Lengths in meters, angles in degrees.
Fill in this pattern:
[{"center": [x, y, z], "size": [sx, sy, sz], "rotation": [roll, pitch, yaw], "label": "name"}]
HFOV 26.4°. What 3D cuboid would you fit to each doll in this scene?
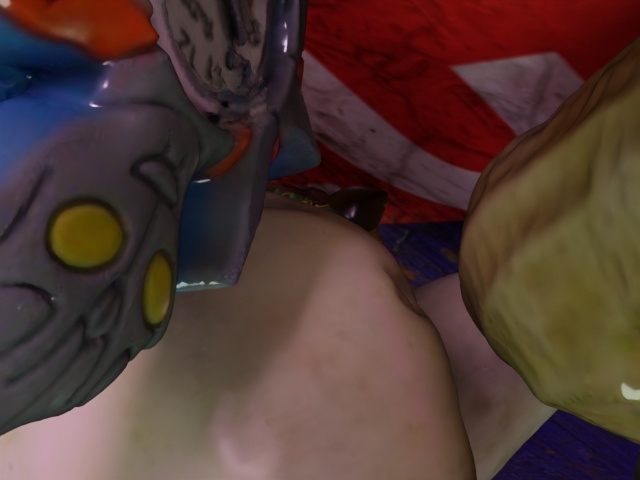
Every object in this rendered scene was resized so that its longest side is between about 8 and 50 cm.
[{"center": [-0.010, -0.004, 0.887], "size": [0.076, 0.078, 0.113], "rotation": [27, 161, -18], "label": "doll"}]

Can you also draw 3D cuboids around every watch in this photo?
[{"center": [-0.162, -0.061, 0.562], "size": [0.274, 0.305, 0.241], "rotation": [2, 153, 24], "label": "watch"}]

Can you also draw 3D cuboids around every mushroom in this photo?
[{"center": [-0.051, 0.130, 0.747], "size": [0.325, 0.353, 0.353], "rotation": [-15, 146, 23], "label": "mushroom"}]

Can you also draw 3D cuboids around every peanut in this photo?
[{"center": [0.161, -0.010, 0.580], "size": [0.158, 0.174, 0.340], "rotation": [29, 156, -3], "label": "peanut"}]

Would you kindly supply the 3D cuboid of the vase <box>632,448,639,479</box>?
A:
[{"center": [0.390, 0.213, 0.976], "size": [0.321, 0.173, 0.173], "rotation": [30, 159, -7], "label": "vase"}]
